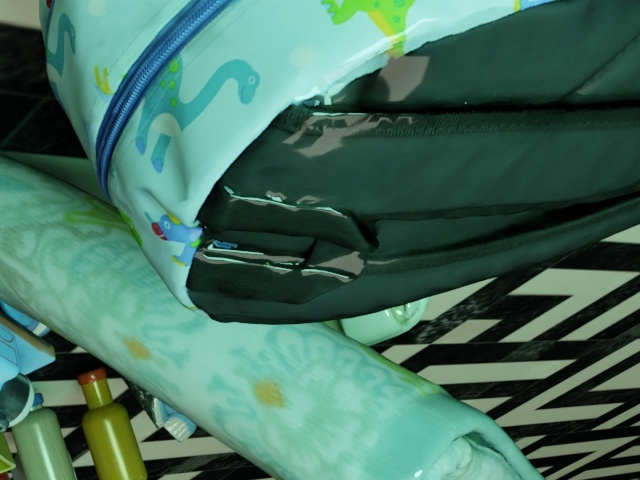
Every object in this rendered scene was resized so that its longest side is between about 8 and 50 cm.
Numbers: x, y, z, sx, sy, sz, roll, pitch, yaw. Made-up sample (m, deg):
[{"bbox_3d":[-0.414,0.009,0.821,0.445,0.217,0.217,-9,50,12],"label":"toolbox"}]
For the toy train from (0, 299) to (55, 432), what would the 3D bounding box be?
[{"bbox_3d":[-0.230,0.049,0.819,0.080,0.105,0.184,-24,145,12],"label":"toy train"}]

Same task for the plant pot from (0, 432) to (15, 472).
[{"bbox_3d":[-0.287,0.138,1.038,0.081,0.083,0.081,-19,158,-3],"label":"plant pot"}]

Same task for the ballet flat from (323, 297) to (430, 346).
[{"bbox_3d":[0.000,0.000,0.861,0.139,0.139,0.400,-26,154,14],"label":"ballet flat"}]

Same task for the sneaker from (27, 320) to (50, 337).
[{"bbox_3d":[-0.244,0.066,0.952,0.144,0.053,0.059,-41,149,28],"label":"sneaker"}]

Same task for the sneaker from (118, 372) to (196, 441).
[{"bbox_3d":[-0.124,0.123,1.204,0.073,0.063,0.162,-37,163,-3],"label":"sneaker"}]

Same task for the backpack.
[{"bbox_3d":[0.059,-0.095,0.604,0.356,0.273,0.290,-33,170,-30],"label":"backpack"}]

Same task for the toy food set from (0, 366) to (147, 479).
[{"bbox_3d":[-0.265,0.184,1.198,0.232,0.104,0.111,-16,-179,44],"label":"toy food set"}]

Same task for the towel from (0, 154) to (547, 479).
[{"bbox_3d":[-0.026,0.097,0.849,0.090,0.321,0.374,-60,156,-9],"label":"towel"}]
